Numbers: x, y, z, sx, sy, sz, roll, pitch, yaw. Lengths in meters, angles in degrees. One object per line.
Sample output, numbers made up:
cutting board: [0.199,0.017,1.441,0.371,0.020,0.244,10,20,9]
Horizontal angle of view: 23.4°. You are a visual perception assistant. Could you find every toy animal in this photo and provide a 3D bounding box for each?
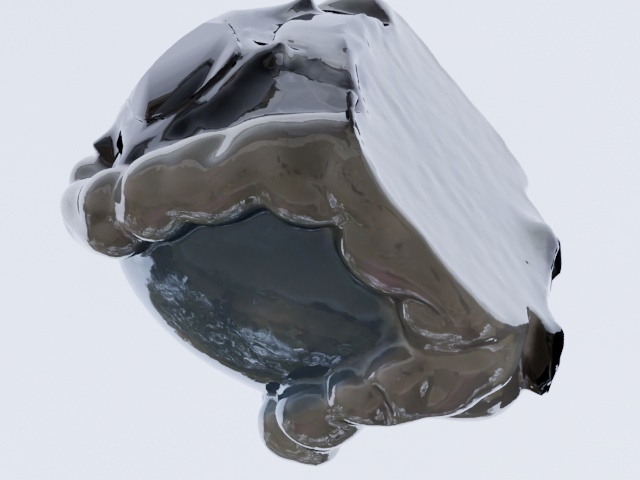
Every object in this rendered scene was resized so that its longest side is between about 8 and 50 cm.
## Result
toy animal: [0.000,0.000,0.665,0.156,0.208,0.204,-34,-74,21]
